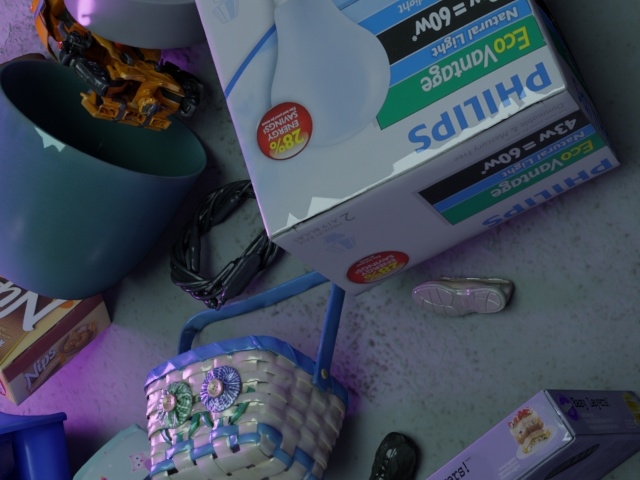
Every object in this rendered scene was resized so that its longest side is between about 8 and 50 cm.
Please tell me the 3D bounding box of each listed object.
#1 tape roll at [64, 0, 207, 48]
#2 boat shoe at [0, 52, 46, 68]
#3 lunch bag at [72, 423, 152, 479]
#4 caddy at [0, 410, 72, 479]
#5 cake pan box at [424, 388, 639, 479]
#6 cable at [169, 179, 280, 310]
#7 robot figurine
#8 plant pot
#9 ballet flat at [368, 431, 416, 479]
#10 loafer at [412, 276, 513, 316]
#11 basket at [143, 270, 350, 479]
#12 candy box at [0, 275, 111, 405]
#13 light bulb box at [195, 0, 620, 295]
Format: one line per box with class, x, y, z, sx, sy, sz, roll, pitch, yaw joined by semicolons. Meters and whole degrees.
tape roll;-0.226;-0.340;1.887;0.219;0.219;0.072;40;135;28
boat shoe;-0.507;-0.184;2.107;0.257;0.095;0.095;-22;91;14
lunch bag;-0.229;0.396;1.872;0.223;0.160;0.262;27;89;34
caddy;-0.486;0.308;1.975;0.341;0.241;0.179;-18;83;47
cake pan box;0.210;0.259;1.549;0.267;0.246;0.070;-43;62;24
cable;-0.119;-0.004;1.893;0.150;0.047;0.184;36;91;43
robot figurine;-0.277;-0.247;1.917;0.085;0.211;0.291;-57;44;26
plant pot;-0.331;-0.065;1.903;0.293;0.293;0.235;40;113;28
ballet flat;0.075;0.317;1.755;0.049;0.057;0.173;-135;65;-70
loafer;0.171;0.064;1.716;0.125;0.039;0.045;1;119;35
basket;-0.086;0.181;1.786;0.255;0.201;0.289;-23;39;30
candy box;-0.472;0.079;2.033;0.316;0.087;0.183;29;58;30
light bulb box;0.089;-0.191;1.612;0.358;0.225;0.361;-27;63;16
